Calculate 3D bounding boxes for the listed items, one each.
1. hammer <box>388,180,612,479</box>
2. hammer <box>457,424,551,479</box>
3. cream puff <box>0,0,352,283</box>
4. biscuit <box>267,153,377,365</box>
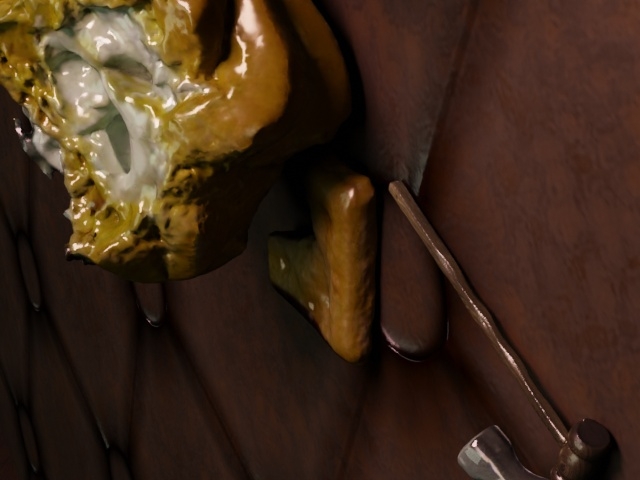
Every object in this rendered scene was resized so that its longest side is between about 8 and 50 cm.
[{"bbox_3d":[0.116,0.053,0.940,0.292,0.029,0.058,60,149,37],"label":"hammer"},{"bbox_3d":[0.141,0.240,0.930,0.159,0.041,0.226,50,152,22],"label":"hammer"},{"bbox_3d":[-0.109,-0.138,1.106,0.323,0.270,0.274,64,-163,-9],"label":"cream puff"},{"bbox_3d":[0.000,0.000,1.149,0.174,0.039,0.183,-132,37,-51],"label":"biscuit"}]
